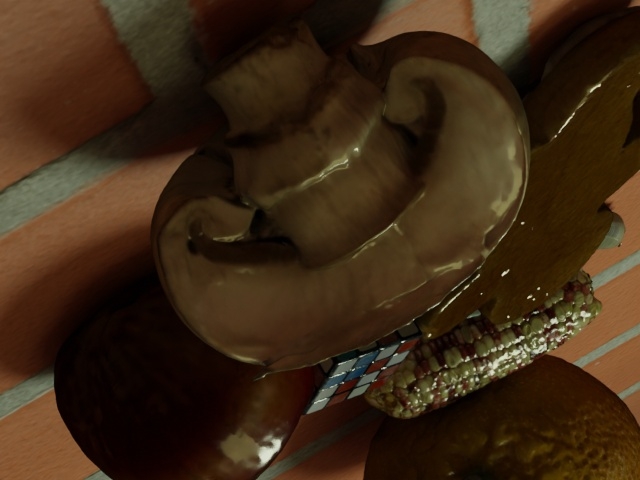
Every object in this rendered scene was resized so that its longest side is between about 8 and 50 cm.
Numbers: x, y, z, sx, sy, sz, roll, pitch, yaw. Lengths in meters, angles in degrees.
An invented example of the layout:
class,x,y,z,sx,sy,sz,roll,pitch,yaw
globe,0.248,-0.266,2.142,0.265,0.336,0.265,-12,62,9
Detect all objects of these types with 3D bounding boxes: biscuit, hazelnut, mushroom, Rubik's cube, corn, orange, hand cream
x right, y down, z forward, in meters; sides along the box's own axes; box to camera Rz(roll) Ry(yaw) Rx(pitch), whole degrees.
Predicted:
class,x,y,z,sx,sy,sz,roll,pitch,yaw
biscuit,0.173,-0.036,1.572,0.283,0.064,0.432,-40,161,-4
hazelnut,-0.109,0.110,1.392,0.178,0.178,0.204,-10,-179,-44
mushroom,-0.001,-0.048,1.193,0.253,0.195,0.189,-35,-168,-1
Rubik's cube,0.013,0.077,1.569,0.092,0.092,0.092,-17,154,-32
corn,0.157,0.101,1.832,0.253,0.086,0.086,-29,159,-3
orange,0.196,0.272,1.956,0.322,0.322,0.357,-34,157,7
hand cream,0.233,-0.008,1.779,0.165,0.037,0.057,-2,146,-39

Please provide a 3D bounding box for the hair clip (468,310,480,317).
class,x,y,z,sx,sy,sz,roll,pitch,yaw
hair clip,0.098,0.083,1.792,0.115,0.030,0.039,-25,177,-11
